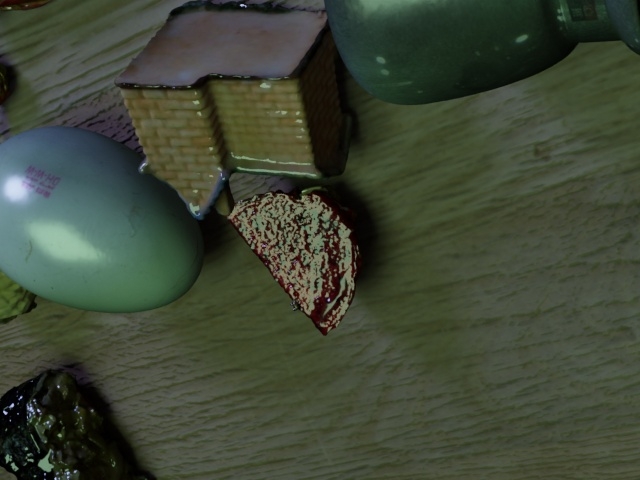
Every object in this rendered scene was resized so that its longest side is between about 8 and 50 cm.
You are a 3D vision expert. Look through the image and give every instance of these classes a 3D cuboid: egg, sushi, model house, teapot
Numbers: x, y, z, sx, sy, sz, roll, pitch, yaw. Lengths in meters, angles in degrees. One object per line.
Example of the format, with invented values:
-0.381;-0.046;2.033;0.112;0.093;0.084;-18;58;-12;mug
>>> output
-0.243;-0.018;1.431;0.264;0.183;0.183;25;125;13;egg
-0.314;0.268;1.650;0.115;0.147;0.213;-24;95;39;sushi
-0.068;-0.117;1.295;0.182;0.166;0.172;3;127;22;model house
0.157;-0.256;1.032;0.285;0.223;0.305;0;118;25;teapot

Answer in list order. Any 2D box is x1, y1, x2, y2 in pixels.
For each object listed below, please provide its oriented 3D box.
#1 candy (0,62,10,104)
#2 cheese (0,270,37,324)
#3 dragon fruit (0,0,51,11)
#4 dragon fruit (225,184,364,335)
-0.369;-0.118;1.556;0.060;0.060;0.201;14;128;27;candy
-0.389;0.005;1.580;0.123;0.094;0.167;22;134;20;cheese
-0.380;-0.295;1.409;0.262;0.134;0.212;36;131;13;dragon fruit
0.000;0.000;1.355;0.106;0.083;0.162;-44;77;27;dragon fruit
